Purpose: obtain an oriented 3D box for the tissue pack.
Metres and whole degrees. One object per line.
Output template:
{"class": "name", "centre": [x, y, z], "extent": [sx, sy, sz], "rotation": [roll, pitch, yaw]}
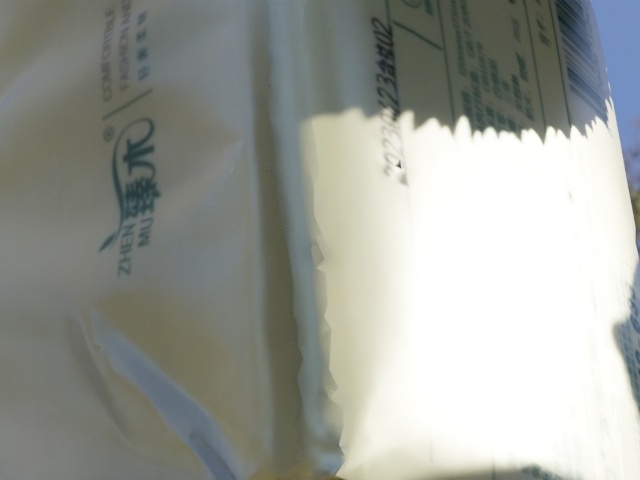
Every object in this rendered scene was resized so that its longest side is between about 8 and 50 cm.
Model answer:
{"class": "tissue pack", "centre": [0.000, 0.000, 0.880], "extent": [0.207, 0.380, 0.297], "rotation": [-25, -37, 32]}
